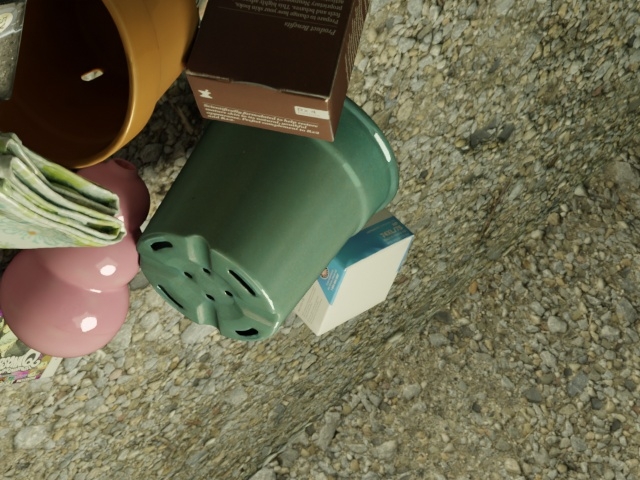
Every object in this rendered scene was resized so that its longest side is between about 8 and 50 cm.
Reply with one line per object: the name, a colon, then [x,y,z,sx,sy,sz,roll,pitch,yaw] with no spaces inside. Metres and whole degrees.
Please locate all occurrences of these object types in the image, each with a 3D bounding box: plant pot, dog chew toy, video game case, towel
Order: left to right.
towel: [-0.467,-0.053,1.463,0.320,0.375,0.090,38,54,-67]
video game case: [-0.521,0.168,2.061,0.232,0.042,0.210,-5,134,-54]
dog chew toy: [-0.374,0.020,1.879,0.207,0.207,0.331,-3,125,-56]
plant pot: [-0.287,-0.259,1.480,0.203,0.291,0.290,-40,161,-50]
plant pot: [-0.099,-0.044,1.881,0.334,0.341,0.341,-57,165,-32]

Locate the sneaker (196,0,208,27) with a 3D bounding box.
sneaker: [-0.171,-0.339,1.783,0.040,0.044,0.109,-24,151,-41]

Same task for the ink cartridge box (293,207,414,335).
ink cartridge box: [0.000,0.000,2.314,0.197,0.270,0.198,-25,150,-38]

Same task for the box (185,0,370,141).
box: [-0.031,-0.340,1.585,0.143,0.191,0.381,80,23,-68]

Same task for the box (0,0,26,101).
box: [-0.422,-0.261,1.353,0.078,0.180,0.147,-23,148,-39]
